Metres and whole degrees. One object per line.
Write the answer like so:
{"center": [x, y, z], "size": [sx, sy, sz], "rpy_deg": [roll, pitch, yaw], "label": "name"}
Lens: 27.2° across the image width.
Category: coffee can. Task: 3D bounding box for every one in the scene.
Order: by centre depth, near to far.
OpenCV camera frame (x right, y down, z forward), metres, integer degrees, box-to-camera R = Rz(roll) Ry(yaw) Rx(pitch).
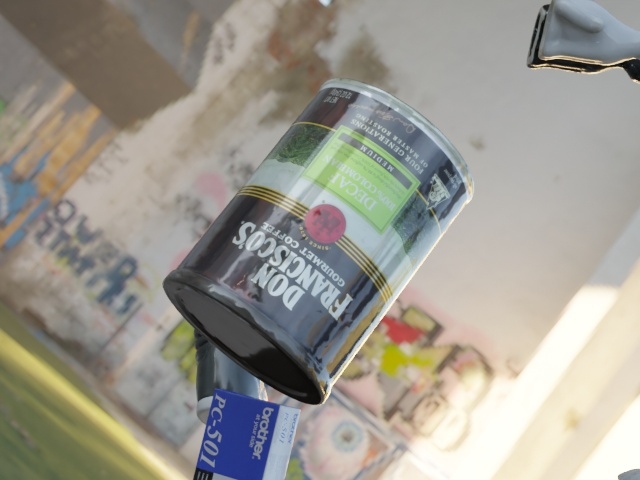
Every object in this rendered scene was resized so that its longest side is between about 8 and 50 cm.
{"center": [0.000, 0.000, 1.361], "size": [0.202, 0.275, 0.201], "rpy_deg": [33, -18, 12], "label": "coffee can"}

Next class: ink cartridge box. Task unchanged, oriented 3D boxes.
{"center": [-0.095, 0.280, 1.497], "size": [0.097, 0.207, 0.046], "rpy_deg": [10, -7, 34], "label": "ink cartridge box"}

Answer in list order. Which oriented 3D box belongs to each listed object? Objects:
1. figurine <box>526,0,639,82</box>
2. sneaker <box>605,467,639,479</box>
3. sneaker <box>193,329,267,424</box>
{"center": [0.398, -0.262, 1.779], "size": [0.210, 0.092, 0.215], "rpy_deg": [13, 3, 2], "label": "figurine"}
{"center": [0.348, 0.458, 1.749], "size": [0.182, 0.316, 0.127], "rpy_deg": [56, 12, -1], "label": "sneaker"}
{"center": [-0.108, 0.194, 1.779], "size": [0.105, 0.146, 0.295], "rpy_deg": [-2, -22, 4], "label": "sneaker"}
